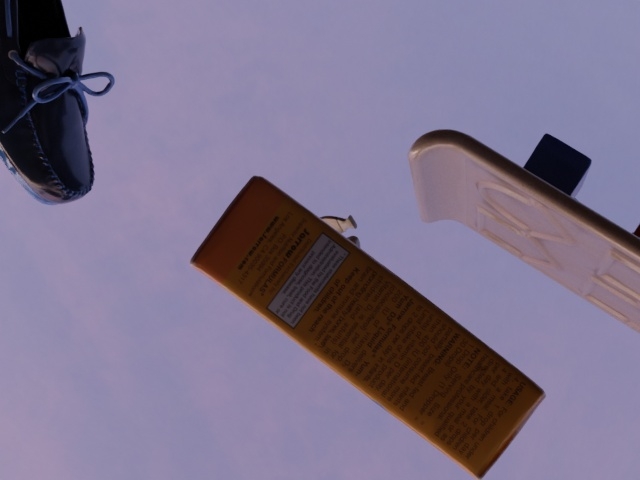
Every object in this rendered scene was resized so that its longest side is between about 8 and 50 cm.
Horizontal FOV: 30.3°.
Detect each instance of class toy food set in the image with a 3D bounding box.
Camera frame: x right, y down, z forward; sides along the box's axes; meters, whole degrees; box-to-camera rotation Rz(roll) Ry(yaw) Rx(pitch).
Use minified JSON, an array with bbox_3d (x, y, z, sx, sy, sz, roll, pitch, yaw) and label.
[{"bbox_3d":[0.000,0.000,1.408,0.122,0.078,0.019,-3,-144,32],"label":"toy food set"}]

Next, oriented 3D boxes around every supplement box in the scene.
[{"bbox_3d":[0.030,0.056,0.777,0.233,0.078,0.080,35,-92,2],"label":"supplement box"}]

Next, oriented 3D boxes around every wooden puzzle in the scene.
[{"bbox_3d":[0.256,0.001,1.088,0.347,0.322,0.080,28,-95,11],"label":"wooden puzzle"}]

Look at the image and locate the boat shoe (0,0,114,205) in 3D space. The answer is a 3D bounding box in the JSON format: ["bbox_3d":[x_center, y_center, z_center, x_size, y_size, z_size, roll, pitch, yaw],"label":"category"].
[{"bbox_3d":[-0.236,-0.152,0.961,0.089,0.109,0.258,-11,-70,23],"label":"boat shoe"}]
